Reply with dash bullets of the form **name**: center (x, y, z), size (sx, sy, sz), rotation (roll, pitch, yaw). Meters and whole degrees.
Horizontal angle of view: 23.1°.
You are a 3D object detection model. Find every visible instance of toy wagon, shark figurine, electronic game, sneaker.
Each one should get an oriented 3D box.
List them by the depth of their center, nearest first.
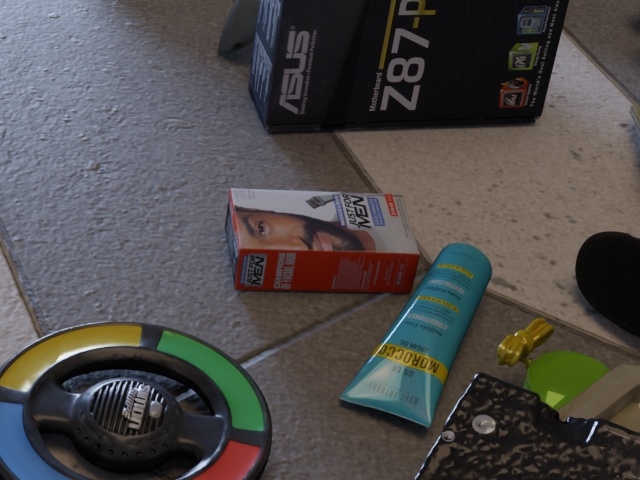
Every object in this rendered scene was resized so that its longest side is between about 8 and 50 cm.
- **electronic game**: center (-0.152, 0.143, 1.231), size (0.229, 0.048, 0.229), rotation (7, 37, -5)
- **toy wagon**: center (0.288, 0.182, 1.273), size (0.344, 0.068, 0.267), rotation (34, 43, 29)
- **sneaker**: center (0.378, 0.055, 1.437), size (0.270, 0.090, 0.145), rotation (17, 12, 39)
- **shark figurine**: center (-0.042, -0.352, 1.717), size (0.116, 0.166, 0.278), rotation (33, 61, -34)

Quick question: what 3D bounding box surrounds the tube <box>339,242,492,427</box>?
- **tube**: center (0.093, 0.083, 1.375), size (0.080, 0.052, 0.207), rotation (13, 42, 19)

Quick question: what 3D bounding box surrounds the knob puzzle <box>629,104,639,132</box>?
- **knob puzzle**: center (0.435, -0.085, 1.676), size (0.213, 0.030, 0.213), rotation (13, 23, -5)

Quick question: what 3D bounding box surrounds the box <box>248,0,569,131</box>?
- **box**: center (0.106, -0.301, 1.585), size (0.318, 0.394, 0.097), rotation (-2, 37, -17)

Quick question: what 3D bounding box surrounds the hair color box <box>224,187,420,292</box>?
- **hair color box**: center (0.000, 0.000, 1.451), size (0.167, 0.053, 0.093), rotation (0, 39, -11)

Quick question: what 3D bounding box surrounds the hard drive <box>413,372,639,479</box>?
- **hard drive**: center (0.144, 0.263, 1.070), size (0.237, 0.064, 0.339), rotation (19, 49, 19)
